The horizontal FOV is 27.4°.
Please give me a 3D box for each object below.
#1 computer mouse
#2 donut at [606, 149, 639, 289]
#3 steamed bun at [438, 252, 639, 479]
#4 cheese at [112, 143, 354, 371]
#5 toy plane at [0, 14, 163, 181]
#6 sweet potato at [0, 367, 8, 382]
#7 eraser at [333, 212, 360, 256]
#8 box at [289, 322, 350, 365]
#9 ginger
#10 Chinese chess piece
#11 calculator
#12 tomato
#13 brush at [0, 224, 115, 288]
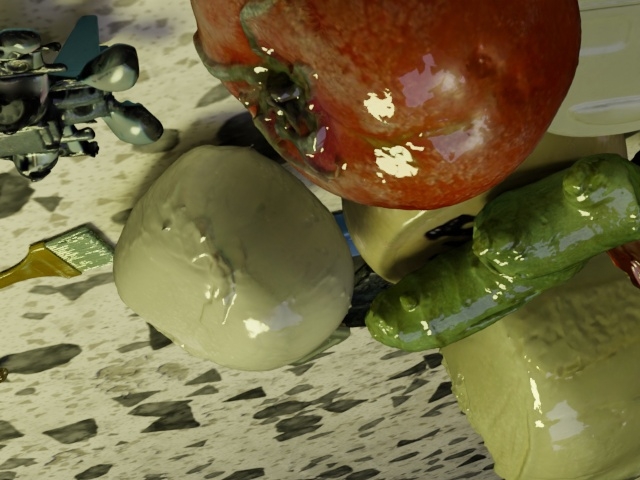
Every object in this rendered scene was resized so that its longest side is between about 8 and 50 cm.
[{"bbox_3d":[0.203,-0.193,0.863,0.184,0.121,0.296,-7,143,2],"label":"computer mouse"},{"bbox_3d":[0.342,-0.061,1.211,0.235,0.089,0.235,-53,179,-1],"label":"donut"},{"bbox_3d":[0.314,0.157,1.551,0.290,0.272,0.273,-27,165,-11],"label":"steamed bun"},{"bbox_3d":[-0.066,0.020,1.091,0.154,0.189,0.198,-43,177,-36],"label":"cheese"},{"bbox_3d":[-0.231,-0.076,0.842,0.246,0.078,0.169,-17,159,-5],"label":"toy plane"},{"bbox_3d":[-0.387,0.164,1.352,0.153,0.038,0.041,-21,-179,2],"label":"sweet potato"},{"bbox_3d":[0.000,0.000,1.281,0.085,0.027,0.063,-13,157,-13],"label":"eraser"},{"bbox_3d":[-0.038,0.091,1.422,0.089,0.062,0.122,-32,156,31],"label":"box"},{"bbox_3d":[0.153,0.013,1.087,0.137,0.089,0.290,-23,171,-44],"label":"ginger"},{"bbox_3d":[0.144,-0.054,1.166,0.257,0.104,0.257,-17,158,-7],"label":"Chinese chess piece"},{"bbox_3d":[0.119,0.060,1.532,0.262,0.021,0.161,-2,154,-35],"label":"calculator"},{"bbox_3d":[0.037,-0.138,0.745,0.188,0.232,0.232,-42,168,-24],"label":"tomato"},{"bbox_3d":[-0.284,0.037,1.167,0.205,0.011,0.083,-20,159,7],"label":"brush"}]
